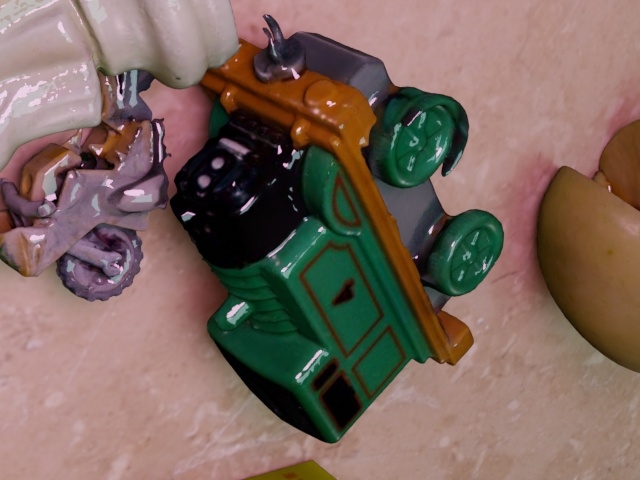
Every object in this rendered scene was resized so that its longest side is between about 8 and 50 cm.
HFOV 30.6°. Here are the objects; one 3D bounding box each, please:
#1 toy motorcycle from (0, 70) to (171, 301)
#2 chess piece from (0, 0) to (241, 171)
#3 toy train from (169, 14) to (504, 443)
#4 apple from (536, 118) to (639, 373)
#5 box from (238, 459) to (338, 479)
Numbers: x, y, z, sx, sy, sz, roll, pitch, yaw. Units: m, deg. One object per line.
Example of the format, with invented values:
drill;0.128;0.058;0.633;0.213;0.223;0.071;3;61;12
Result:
toy motorcycle;-0.183;-0.062;0.875;0.129;0.094;0.229;-1;105;-35
chess piece;-0.214;-0.126;0.746;0.298;0.176;0.176;-31;132;-13
toy train;0.000;0.000;0.991;0.249;0.178;0.429;-48;141;-16
apple;0.380;0.002;1.280;0.291;0.254;0.292;-20;128;-28
box;-0.086;0.304;1.107;0.334;0.187;0.047;-7;116;-38
